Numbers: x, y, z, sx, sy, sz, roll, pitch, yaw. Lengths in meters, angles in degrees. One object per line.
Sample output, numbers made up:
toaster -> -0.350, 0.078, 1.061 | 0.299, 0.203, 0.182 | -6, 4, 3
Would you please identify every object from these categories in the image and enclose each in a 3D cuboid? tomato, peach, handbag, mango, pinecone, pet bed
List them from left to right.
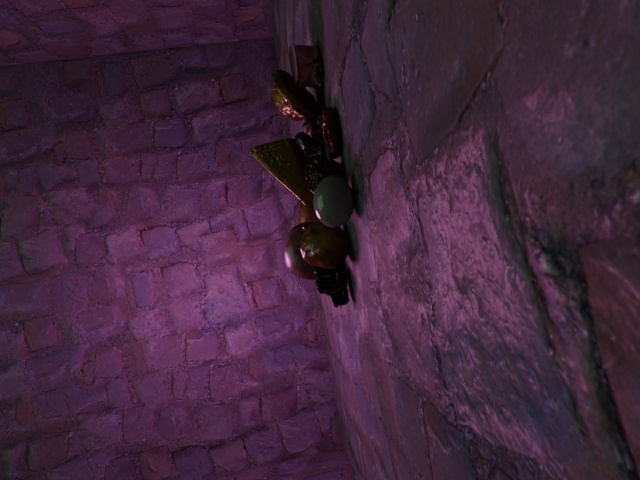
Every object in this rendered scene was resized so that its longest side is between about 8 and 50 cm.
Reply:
handbag -> -0.059, -0.730, 1.688 | 0.205, 0.117, 0.179 | -173, 73, -83
mango -> -0.069, -0.172, 2.499 | 0.193, 0.146, 0.315 | -179, 89, -80
tomato -> -0.054, 0.059, 2.162 | 0.317, 0.283, 0.315 | -1, -90, -87
peach -> 0.020, 0.030, 1.719 | 0.235, 0.215, 0.214 | -124, 25, -60
pinecone -> 0.022, -0.245, 1.574 | 0.173, 0.174, 0.173 | 171, 90, -84
pet bed -> 0.042, -0.413, 1.556 | 0.201, 0.054, 0.200 | 168, 90, -88

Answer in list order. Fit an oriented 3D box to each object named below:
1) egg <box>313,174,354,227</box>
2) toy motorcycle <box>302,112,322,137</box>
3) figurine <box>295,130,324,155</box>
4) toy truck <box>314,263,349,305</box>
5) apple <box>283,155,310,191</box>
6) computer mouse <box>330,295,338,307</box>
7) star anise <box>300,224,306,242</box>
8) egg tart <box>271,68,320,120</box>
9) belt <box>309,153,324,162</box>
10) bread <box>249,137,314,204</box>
egg -> 0.048, -0.140, 1.446 | 0.149, 0.150, 0.192 | -113, 22, -64
toy motorcycle -> -0.024, -0.491, 1.716 | 0.212, 0.118, 0.084 | -137, 24, -80
figurine -> -0.055, -0.489, 1.942 | 0.222, 0.146, 0.145 | -111, 13, -68
toy truck -> 0.069, 0.193, 1.894 | 0.165, 0.148, 0.224 | 59, -172, -29
apple -> -0.117, -0.377, 2.281 | 0.218, 0.219, 0.201 | -106, 13, -47
computer mouse -> 0.080, 0.307, 2.281 | 0.099, 0.057, 0.172 | -120, 9, -67
star anise -> -0.003, 0.016, 1.958 | 0.063, 0.208, 0.171 | -27, -60, -68
egg tart -> -0.127, -0.635, 1.807 | 0.295, 0.116, 0.294 | 39, -152, -26
belt -> -0.012, -0.350, 1.994 | 0.147, 0.082, 0.162 | -118, 18, -58
bread -> -0.170, -0.324, 2.047 | 0.233, 0.245, 0.360 | -35, -69, -71
